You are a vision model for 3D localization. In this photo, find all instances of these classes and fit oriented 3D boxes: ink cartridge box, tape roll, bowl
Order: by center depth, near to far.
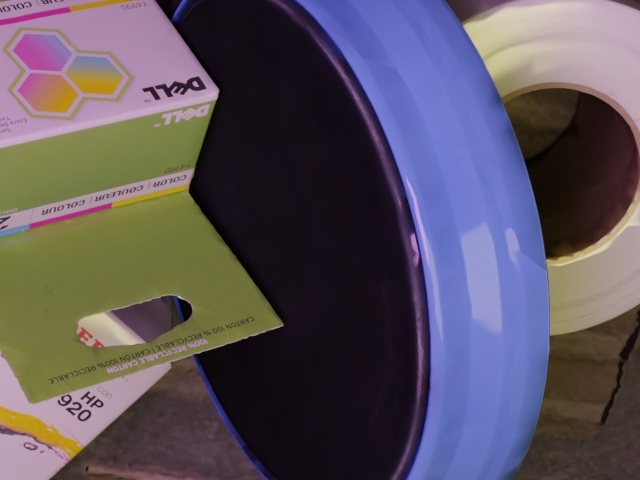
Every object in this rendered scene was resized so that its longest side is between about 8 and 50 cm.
[{"bbox_3d":[-0.148,-0.043,1.145,0.188,0.255,0.097,-16,145,-32],"label":"ink cartridge box"},{"bbox_3d":[0.000,0.000,1.174,0.077,0.391,0.391,-14,118,-28],"label":"bowl"},{"bbox_3d":[0.140,-0.077,1.269,0.246,0.169,0.246,-2,115,-5],"label":"tape roll"},{"bbox_3d":[-0.242,0.074,1.299,0.232,0.168,0.171,-42,111,12],"label":"ink cartridge box"}]

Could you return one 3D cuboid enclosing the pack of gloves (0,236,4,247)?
[{"bbox_3d":[-0.334,-0.013,1.224,0.195,0.232,0.046,-45,144,11],"label":"pack of gloves"}]
